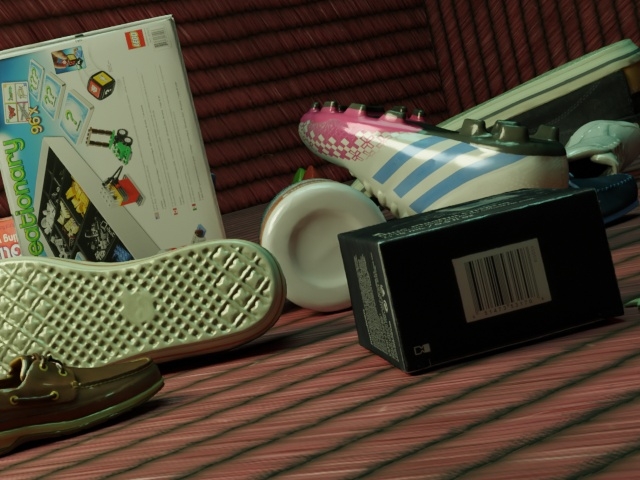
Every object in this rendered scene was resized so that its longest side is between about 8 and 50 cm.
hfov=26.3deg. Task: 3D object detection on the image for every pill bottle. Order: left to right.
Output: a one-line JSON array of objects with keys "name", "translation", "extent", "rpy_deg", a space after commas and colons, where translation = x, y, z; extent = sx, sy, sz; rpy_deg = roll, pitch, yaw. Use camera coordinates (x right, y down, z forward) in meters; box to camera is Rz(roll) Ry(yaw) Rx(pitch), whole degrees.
[{"name": "pill bottle", "translation": [0.000, 0.000, 1.350], "extent": [0.121, 0.121, 0.216], "rpy_deg": [-13, 4, -2]}]

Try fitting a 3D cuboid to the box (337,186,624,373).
[{"name": "box", "translation": [0.106, 0.023, 0.968], "extent": [0.156, 0.093, 0.158], "rpy_deg": [-14, 4, -9]}]

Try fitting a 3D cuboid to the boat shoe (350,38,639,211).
[{"name": "boat shoe", "translation": [0.261, -0.130, 2.028], "extent": [0.500, 0.156, 0.187], "rpy_deg": [-24, 6, 19]}]

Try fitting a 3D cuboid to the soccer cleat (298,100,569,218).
[{"name": "soccer cleat", "translation": [0.093, -0.056, 1.338], "extent": [0.116, 0.143, 0.331], "rpy_deg": [-1, 10, -43]}]

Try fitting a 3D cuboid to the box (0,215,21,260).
[{"name": "box", "translation": [-0.270, 0.035, 1.503], "extent": [0.300, 0.154, 0.142], "rpy_deg": [-12, 4, 23]}]

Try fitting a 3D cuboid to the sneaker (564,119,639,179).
[{"name": "sneaker", "translation": [0.364, -0.097, 1.807], "extent": [0.232, 0.090, 0.115], "rpy_deg": [-27, 18, -33]}]

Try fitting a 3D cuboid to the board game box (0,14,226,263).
[{"name": "board game box", "translation": [-0.200, -0.046, 1.315], "extent": [0.193, 0.305, 0.053], "rpy_deg": [-13, 3, -7]}]

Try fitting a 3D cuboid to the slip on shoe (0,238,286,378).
[{"name": "slip on shoe", "translation": [-0.184, 0.067, 1.182], "extent": [0.331, 0.123, 0.101], "rpy_deg": [-10, -12, 11]}]

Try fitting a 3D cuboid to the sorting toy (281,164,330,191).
[{"name": "sorting toy", "translation": [0.010, -0.030, 1.998], "extent": [0.126, 0.127, 0.365], "rpy_deg": [16, -1, -7]}]

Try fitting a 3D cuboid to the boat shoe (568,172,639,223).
[{"name": "boat shoe", "translation": [0.218, -0.042, 1.429], "extent": [0.258, 0.089, 0.109], "rpy_deg": [-15, 5, -23]}]

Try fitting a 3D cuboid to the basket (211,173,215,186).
[{"name": "basket", "translation": [-0.242, -0.073, 1.828], "extent": [0.201, 0.288, 0.255], "rpy_deg": [-14, 6, -9]}]

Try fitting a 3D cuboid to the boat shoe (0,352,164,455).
[{"name": "boat shoe", "translation": [-0.197, 0.109, 0.968], "extent": [0.178, 0.060, 0.064], "rpy_deg": [-15, 5, -23]}]

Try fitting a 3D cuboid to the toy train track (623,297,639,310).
[{"name": "toy train track", "translation": [0.241, 0.032, 0.955], "extent": [0.048, 0.014, 0.083], "rpy_deg": [-9, 6, 37]}]
